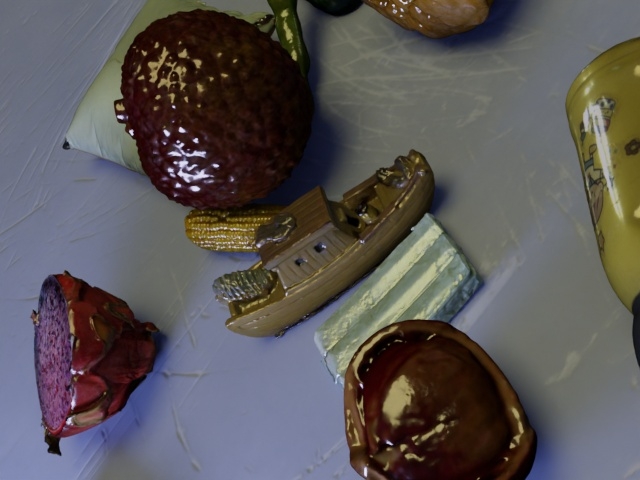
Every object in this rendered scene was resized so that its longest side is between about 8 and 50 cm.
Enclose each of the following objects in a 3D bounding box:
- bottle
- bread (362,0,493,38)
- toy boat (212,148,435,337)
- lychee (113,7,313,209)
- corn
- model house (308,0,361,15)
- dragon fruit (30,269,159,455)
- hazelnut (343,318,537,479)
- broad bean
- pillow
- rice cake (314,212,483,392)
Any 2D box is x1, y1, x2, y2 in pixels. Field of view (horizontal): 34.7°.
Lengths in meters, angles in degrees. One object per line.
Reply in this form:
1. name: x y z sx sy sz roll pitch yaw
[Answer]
1. bottle: 0.332 -0.006 0.930 0.172 0.171 0.351 -21 55 29
2. bread: 0.146 -0.335 1.293 0.229 0.139 0.143 28 82 44
3. toy boat: 0.000 0.000 1.232 0.321 0.121 0.089 -36 42 18
4. lychee: -0.137 -0.172 1.318 0.261 0.261 0.260 -20 55 30
5. corn: -0.102 -0.016 1.358 0.207 0.068 0.068 4 68 40
6. model house: -0.014 -0.501 1.421 0.253 0.291 0.184 -46 41 8
7. dragon fruit: -0.296 0.154 1.386 0.218 0.148 0.223 -54 46 46
8. hazelnut: 0.117 0.180 1.003 0.170 0.160 0.202 -51 39 2
9. broad bean: -0.045 -0.271 1.432 0.053 0.052 0.256 -10 79 -8
10. pillow: -0.235 -0.236 1.558 0.310 0.119 0.312 25 81 40
11. rice cake: 0.083 0.080 1.173 0.211 0.038 0.124 -43 46 12
